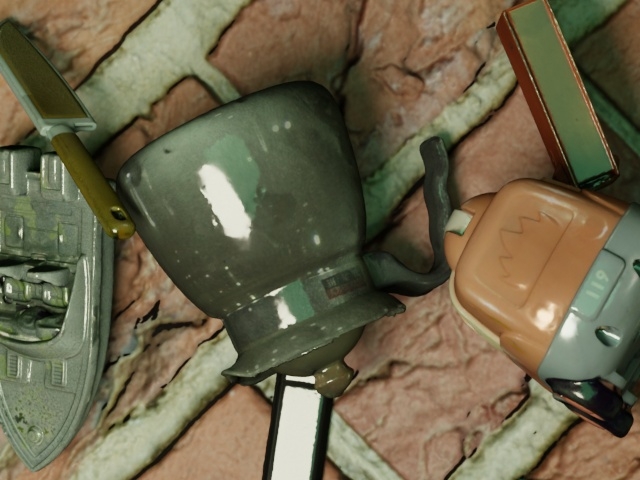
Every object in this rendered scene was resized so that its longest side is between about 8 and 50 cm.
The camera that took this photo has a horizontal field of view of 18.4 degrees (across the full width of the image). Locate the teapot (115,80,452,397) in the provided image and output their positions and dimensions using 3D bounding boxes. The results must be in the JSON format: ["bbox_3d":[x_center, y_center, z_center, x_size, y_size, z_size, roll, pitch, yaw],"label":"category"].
[{"bbox_3d":[-0.020,0.009,1.887,0.223,0.305,0.285,-27,85,35],"label":"teapot"}]

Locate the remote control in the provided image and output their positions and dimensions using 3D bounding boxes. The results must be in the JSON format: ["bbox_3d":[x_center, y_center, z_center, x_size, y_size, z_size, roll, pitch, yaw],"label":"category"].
[{"bbox_3d":[-0.022,0.187,1.954,0.063,0.025,0.245,7,89,6],"label":"remote control"}]

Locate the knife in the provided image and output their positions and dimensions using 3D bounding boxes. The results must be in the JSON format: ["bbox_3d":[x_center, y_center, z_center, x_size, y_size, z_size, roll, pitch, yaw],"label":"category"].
[{"bbox_3d":[-0.245,-0.110,1.871,0.343,0.061,0.027,53,134,38],"label":"knife"}]

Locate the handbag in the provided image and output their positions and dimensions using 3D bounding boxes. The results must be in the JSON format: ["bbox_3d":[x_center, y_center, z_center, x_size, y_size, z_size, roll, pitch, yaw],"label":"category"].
[{"bbox_3d":[0.227,-0.134,1.899,0.063,0.127,0.190,-23,89,1],"label":"handbag"}]

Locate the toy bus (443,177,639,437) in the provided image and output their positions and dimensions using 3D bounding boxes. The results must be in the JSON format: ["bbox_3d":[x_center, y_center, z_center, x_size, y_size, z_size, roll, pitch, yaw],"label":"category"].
[{"bbox_3d":[0.224,0.045,1.828,0.232,0.288,0.194,27,87,14],"label":"toy bus"}]

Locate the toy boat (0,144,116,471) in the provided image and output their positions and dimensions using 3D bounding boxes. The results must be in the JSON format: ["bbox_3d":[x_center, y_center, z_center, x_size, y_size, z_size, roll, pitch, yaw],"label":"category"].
[{"bbox_3d":[-0.271,0.069,1.921,0.141,0.092,0.319,7,99,30],"label":"toy boat"}]

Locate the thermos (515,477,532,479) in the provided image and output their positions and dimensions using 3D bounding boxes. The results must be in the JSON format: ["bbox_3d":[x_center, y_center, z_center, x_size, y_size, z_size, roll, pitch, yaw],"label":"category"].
[{"bbox_3d":[0.224,0.280,1.917,0.188,0.073,0.083,8,90,3],"label":"thermos"}]
